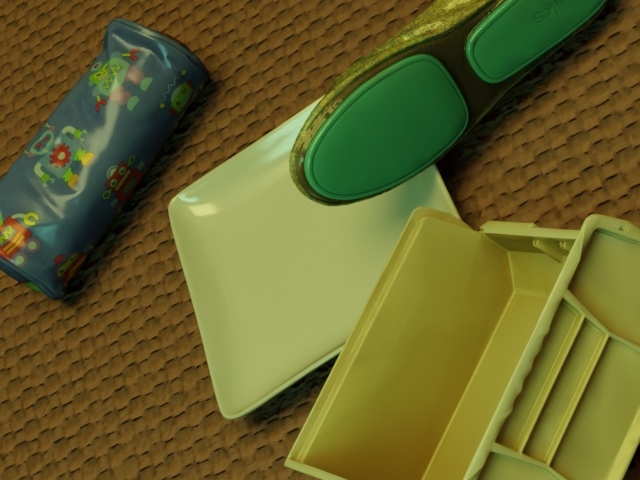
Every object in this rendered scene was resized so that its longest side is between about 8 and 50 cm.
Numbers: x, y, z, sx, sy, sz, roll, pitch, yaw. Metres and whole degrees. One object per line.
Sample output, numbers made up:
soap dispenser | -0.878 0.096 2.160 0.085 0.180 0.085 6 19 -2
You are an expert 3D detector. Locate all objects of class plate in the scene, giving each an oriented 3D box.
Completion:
plate | 0.000 0.000 1.551 0.277 0.045 0.278 -32 49 16

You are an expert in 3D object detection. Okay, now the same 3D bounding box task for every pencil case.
pencil case | -0.245 -0.088 1.736 0.133 0.119 0.306 31 84 27

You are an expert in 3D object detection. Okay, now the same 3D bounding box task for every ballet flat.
ballet flat | 0.105 -0.156 1.489 0.348 0.123 0.123 -38 46 -8

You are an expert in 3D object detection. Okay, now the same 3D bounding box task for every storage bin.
storage bin | 0.130 0.100 1.275 0.260 0.123 0.262 -63 22 -10

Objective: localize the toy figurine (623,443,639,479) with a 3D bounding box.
toy figurine | 0.262 0.173 1.229 0.159 0.130 0.173 31 110 57
